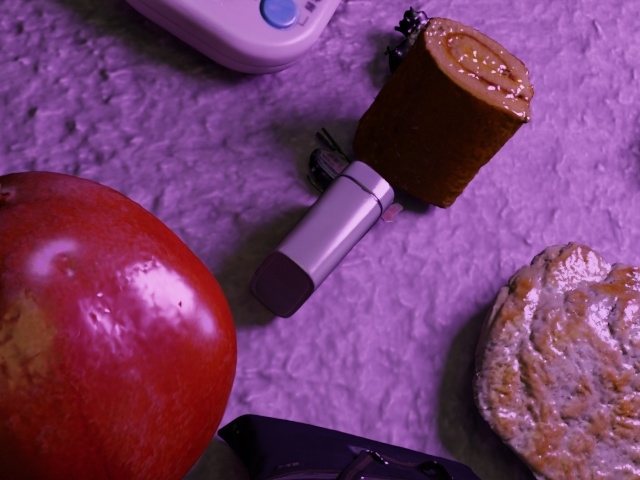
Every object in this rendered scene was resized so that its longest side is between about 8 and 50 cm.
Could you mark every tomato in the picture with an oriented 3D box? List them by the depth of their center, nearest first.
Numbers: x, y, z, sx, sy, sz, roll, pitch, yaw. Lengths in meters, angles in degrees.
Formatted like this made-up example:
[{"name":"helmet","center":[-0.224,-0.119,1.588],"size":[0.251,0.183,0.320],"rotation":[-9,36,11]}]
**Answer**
[{"name":"tomato","center":[-0.234,0.094,1.138],"size":[0.289,0.325,0.293],"rotation":[57,48,-20]}]

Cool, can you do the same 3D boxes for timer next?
[{"name":"timer","center":[-0.083,-0.304,1.491],"size":[0.237,0.087,0.262],"rotation":[32,61,-5]}]

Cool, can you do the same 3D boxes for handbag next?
[{"name":"handbag","center":[0.048,0.220,1.255],"size":[0.254,0.211,0.088],"rotation":[13,97,-15]}]

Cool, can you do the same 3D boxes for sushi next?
[{"name":"sushi","center":[0.112,-0.194,1.533],"size":[0.085,0.056,0.083],"rotation":[22,70,-11]}]

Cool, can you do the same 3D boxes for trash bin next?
[{"name":"trash bin","center":[0.000,0.000,1.372],"size":[0.059,0.116,0.130],"rotation":[40,62,2]}]

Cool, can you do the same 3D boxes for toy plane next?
[{"name":"toy plane","center":[0.029,-0.059,1.457],"size":[0.121,0.031,0.049],"rotation":[45,52,6]}]

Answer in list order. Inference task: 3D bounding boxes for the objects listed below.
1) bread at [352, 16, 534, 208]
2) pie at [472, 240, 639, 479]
[{"name":"bread","center":[0.120,-0.125,1.432],"size":[0.132,0.172,0.103],"rotation":[31,50,-6]},{"name":"pie","center":[0.283,0.137,1.423],"size":[0.275,0.105,0.257],"rotation":[20,72,-10]}]
